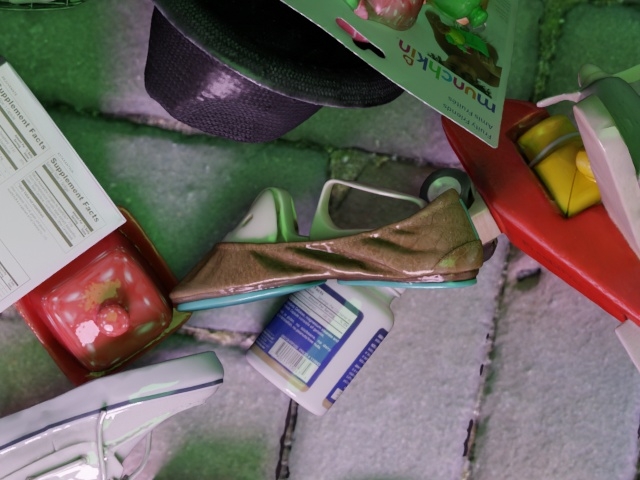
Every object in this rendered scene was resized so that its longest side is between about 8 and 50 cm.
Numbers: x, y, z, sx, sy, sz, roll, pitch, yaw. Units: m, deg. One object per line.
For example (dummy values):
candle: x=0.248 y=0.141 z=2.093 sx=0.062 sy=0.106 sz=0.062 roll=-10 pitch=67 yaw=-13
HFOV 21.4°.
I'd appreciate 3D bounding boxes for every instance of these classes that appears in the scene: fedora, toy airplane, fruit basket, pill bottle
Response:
fedora: x=-0.073 y=-0.195 z=1.730 sx=0.334 sy=0.334 sz=0.152 roll=27 pitch=122 yaw=-15
toy airplane: x=0.326 y=-0.021 z=1.771 sx=0.384 sy=0.386 sz=0.272 roll=44 pitch=80 yaw=-14
fruit basket: x=0.075 y=-0.290 z=1.696 sx=0.327 sy=0.353 sz=0.165 roll=33 pitch=124 yaw=-15
pill bottle: x=0.015 y=0.088 z=1.856 sx=0.112 sy=0.112 sz=0.187 roll=39 pitch=88 yaw=-15

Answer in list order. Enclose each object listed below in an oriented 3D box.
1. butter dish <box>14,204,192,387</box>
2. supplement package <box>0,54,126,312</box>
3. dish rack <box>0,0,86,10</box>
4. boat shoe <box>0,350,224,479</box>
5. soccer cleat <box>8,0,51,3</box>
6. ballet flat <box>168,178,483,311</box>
butter dish: x=-0.226 y=0.071 z=1.790 sx=0.160 sy=0.118 sz=0.160 roll=-35 pitch=108 yaw=-6
supplement package: x=-0.367 y=-0.031 z=1.704 sx=0.262 sy=0.199 sz=0.198 roll=-37 pitch=105 yaw=-6
dish rack: x=-0.312 y=-0.373 z=1.736 sx=0.208 sy=0.074 sz=0.271 roll=1 pitch=100 yaw=-12
boat shoe: x=-0.257 y=0.240 z=1.774 sx=0.367 sy=0.136 sz=0.156 roll=-21 pitch=85 yaw=-1
soccer cleat: x=-0.302 y=-0.329 z=1.675 sx=0.076 sy=0.068 sz=0.196 roll=-17 pitch=107 yaw=-6
ballet flat: x=0.000 y=0.000 z=1.755 sx=0.342 sy=0.116 sz=0.124 roll=-6 pitch=91 yaw=22
